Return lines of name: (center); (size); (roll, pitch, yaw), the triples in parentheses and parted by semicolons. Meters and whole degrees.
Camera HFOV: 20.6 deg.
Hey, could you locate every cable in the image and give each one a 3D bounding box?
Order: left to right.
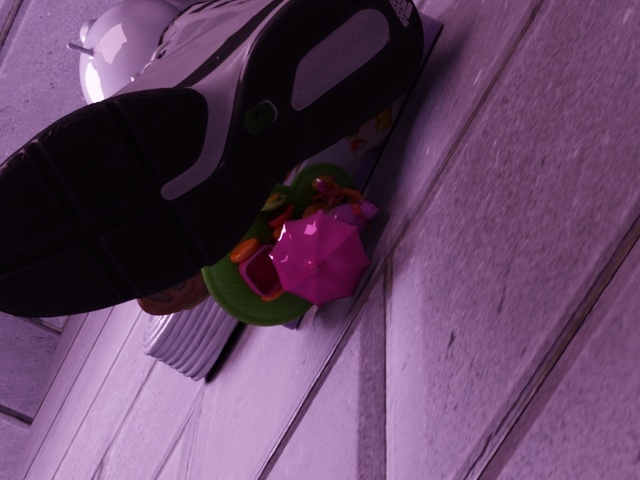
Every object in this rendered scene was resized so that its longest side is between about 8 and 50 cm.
cable: (-0.123, 0.031, 2.028); (0.257, 0.089, 0.257); (-59, 12, 28)

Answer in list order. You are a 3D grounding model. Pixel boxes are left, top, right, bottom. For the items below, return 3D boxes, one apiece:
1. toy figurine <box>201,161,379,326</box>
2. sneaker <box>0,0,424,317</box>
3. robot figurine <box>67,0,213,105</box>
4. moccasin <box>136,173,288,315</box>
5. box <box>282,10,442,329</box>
toy figurine: (0.000, 0.000, 1.521); (0.173, 0.130, 0.159); (-43, 18, -18)
sneaker: (-0.135, -0.086, 1.567); (0.447, 0.169, 0.257); (-33, 16, -16)
robot figurine: (-0.197, -0.240, 2.476); (0.353, 0.300, 0.199); (-9, -59, -56)
moccasin: (-0.066, -0.071, 1.784); (0.380, 0.139, 0.147); (-60, -3, -34)
box: (0.014, -0.075, 1.664); (0.324, 0.063, 0.067); (-64, 9, 5)
